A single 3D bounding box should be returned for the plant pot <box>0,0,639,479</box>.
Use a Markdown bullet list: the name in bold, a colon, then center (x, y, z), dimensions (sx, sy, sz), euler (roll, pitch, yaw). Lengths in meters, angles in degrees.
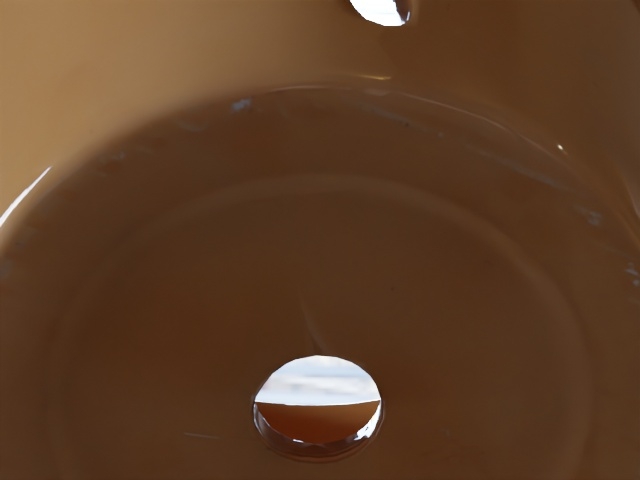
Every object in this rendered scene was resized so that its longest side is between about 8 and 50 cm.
- **plant pot**: center (0.000, 0.000, 0.456), dimensions (0.291, 0.291, 0.203), euler (1, 28, -2)
